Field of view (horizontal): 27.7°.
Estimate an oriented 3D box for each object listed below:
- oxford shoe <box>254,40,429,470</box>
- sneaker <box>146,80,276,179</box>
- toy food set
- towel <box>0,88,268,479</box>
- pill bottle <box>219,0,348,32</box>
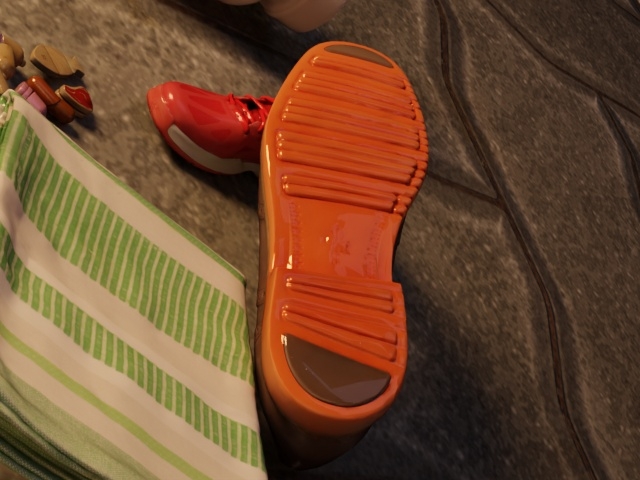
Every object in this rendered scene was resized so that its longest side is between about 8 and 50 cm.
[{"bbox_3d":[0.000,0.000,0.995,0.130,0.133,0.363,15,54,-7],"label":"oxford shoe"},{"bbox_3d":[-0.036,-0.113,1.110,0.221,0.128,0.087,17,43,-50],"label":"sneaker"},{"bbox_3d":[-0.211,-0.115,0.965,0.122,0.019,0.078,12,48,-62],"label":"toy food set"},{"bbox_3d":[-0.117,0.054,0.778,0.248,0.038,0.325,41,17,-28],"label":"towel"},{"bbox_3d":[-0.096,-0.330,1.229,0.301,0.169,0.169,33,33,-32],"label":"pill bottle"}]
